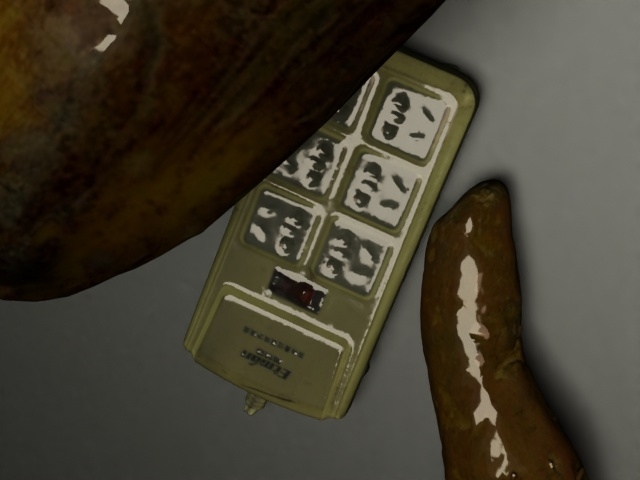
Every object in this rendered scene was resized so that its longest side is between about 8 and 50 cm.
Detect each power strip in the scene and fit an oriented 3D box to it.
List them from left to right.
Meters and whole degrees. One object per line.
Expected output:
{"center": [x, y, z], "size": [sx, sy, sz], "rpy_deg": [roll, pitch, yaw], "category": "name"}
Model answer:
{"center": [0.000, 0.000, 0.591], "size": [0.076, 0.028, 0.168], "rpy_deg": [24, 108, 7], "category": "power strip"}

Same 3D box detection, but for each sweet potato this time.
{"center": [0.052, 0.151, 0.589], "size": [0.108, 0.079, 0.346], "rpy_deg": [20, 104, 22], "category": "sweet potato"}

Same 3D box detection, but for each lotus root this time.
{"center": [-0.027, -0.144, 0.457], "size": [0.196, 0.179, 0.397], "rpy_deg": [40, 105, -19], "category": "lotus root"}
